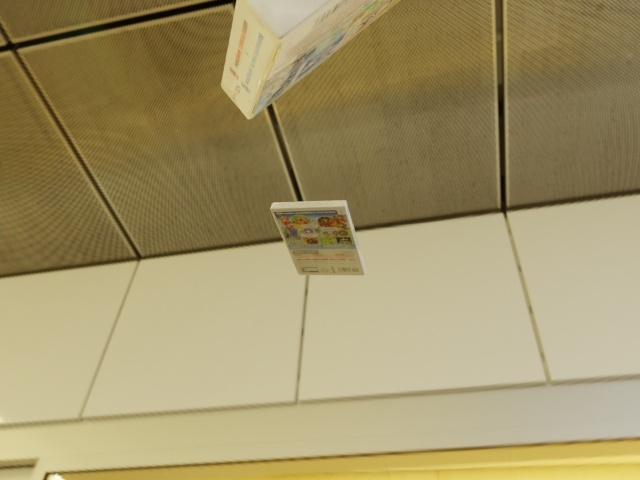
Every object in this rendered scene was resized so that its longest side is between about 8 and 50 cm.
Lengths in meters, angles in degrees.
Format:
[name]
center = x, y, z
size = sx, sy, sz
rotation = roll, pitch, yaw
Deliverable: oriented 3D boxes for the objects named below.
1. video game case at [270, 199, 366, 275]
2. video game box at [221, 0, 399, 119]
[video game case]
center = 0.000, 0.000, 0.697
size = 0.087, 0.011, 0.122
rotation = 0, -41, 18
[video game box]
center = 0.018, -0.193, 0.460
size = 0.048, 0.205, 0.187
rotation = 49, -13, -3
